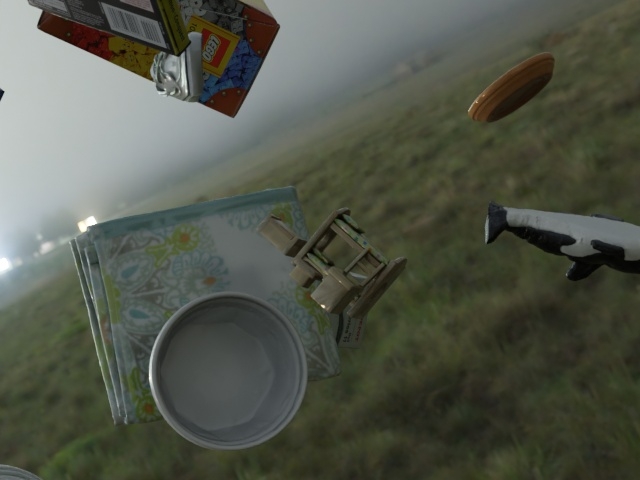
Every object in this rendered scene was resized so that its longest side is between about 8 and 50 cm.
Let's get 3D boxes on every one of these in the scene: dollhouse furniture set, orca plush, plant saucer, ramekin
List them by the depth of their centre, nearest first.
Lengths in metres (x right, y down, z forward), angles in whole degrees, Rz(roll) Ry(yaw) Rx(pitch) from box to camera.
[{"bbox_3d":[0.000,0.000,1.422,0.101,0.182,0.161,-50,-16,6],"label":"dollhouse furniture set"},{"bbox_3d":[-0.130,0.175,1.487,0.207,0.207,0.109,-28,0,-20],"label":"ramekin"},{"bbox_3d":[0.389,0.022,1.711,0.287,0.102,0.151,5,21,-9],"label":"orca plush"},{"bbox_3d":[0.382,-0.294,2.205,0.200,0.037,0.200,-33,-12,-8],"label":"plant saucer"}]

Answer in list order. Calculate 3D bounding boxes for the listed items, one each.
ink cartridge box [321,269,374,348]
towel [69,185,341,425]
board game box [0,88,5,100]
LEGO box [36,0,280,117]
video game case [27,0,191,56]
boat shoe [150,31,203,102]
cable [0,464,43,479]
[{"bbox_3d":[0.004,0.130,2.208,0.087,0.153,0.208,15,4,39],"label":"ink cartridge box"},{"bbox_3d":[-0.178,0.098,1.758,0.375,0.320,0.090,-12,-4,-17],"label":"towel"},{"bbox_3d":[-0.643,-0.286,1.856,0.035,0.201,0.136,-58,-14,23],"label":"board game box"},{"bbox_3d":[-0.307,-0.451,2.098,0.193,0.373,0.500,-61,18,15],"label":"LEGO box"},{"bbox_3d":[-0.310,-0.371,1.437,0.275,0.248,0.035,22,60,25],"label":"video game case"},{"bbox_3d":[-0.210,-0.244,1.637,0.076,0.083,0.226,0,-11,-8],"label":"boat shoe"},{"bbox_3d":[-0.561,0.524,2.000,0.089,0.257,0.257,-43,-7,32],"label":"cable"}]
